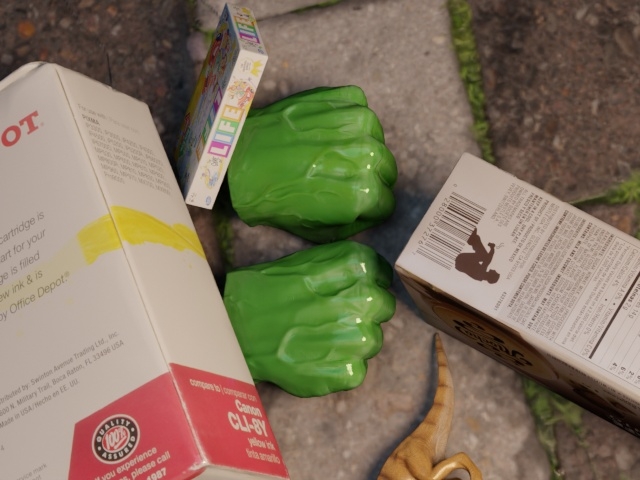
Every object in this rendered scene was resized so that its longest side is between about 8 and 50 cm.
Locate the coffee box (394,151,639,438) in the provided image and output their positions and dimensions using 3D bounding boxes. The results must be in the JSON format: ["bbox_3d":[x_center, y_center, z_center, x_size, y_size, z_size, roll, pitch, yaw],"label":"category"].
[{"bbox_3d":[0.225,0.065,1.554,0.297,0.168,0.119,29,80,19],"label":"coffee box"}]

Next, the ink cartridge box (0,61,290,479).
[{"bbox_3d":[-0.231,0.085,1.620,0.279,0.160,0.385,-30,67,20],"label":"ink cartridge box"}]

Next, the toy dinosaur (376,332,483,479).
[{"bbox_3d":[0.087,0.184,1.600,0.112,0.064,0.211,28,79,21],"label":"toy dinosaur"}]

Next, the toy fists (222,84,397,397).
[{"bbox_3d":[0.000,0.000,1.666,0.142,0.096,0.279,-8,69,27],"label":"toy fists"}]

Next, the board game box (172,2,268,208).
[{"bbox_3d":[-0.090,-0.119,1.688,0.026,0.103,0.154,13,116,-18],"label":"board game box"}]
